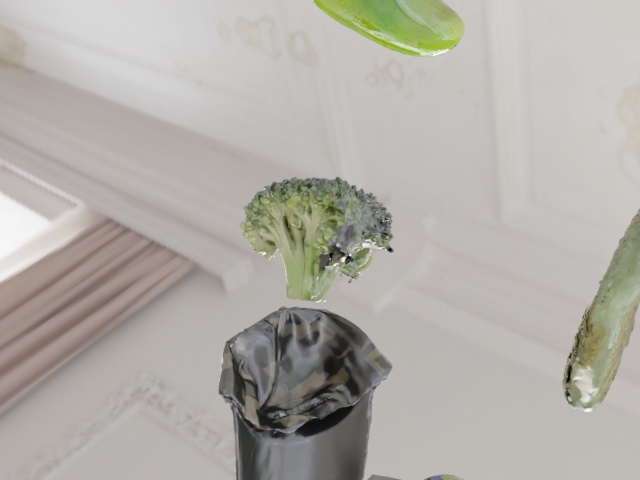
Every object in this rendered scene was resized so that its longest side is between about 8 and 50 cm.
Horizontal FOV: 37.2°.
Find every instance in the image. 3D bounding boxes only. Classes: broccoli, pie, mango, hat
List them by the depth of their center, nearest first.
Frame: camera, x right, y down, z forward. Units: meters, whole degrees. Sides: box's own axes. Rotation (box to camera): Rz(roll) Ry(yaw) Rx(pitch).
[{"bbox_3d":[0.089,-0.330,1.284,0.233,0.111,0.125,25,-58,-1],"label":"mango"},{"bbox_3d":[0.484,0.104,1.547,0.078,0.371,0.296,23,0,19],"label":"pie"},{"bbox_3d":[-0.060,0.349,1.850,0.257,0.366,0.382,-131,-131,-57],"label":"hat"},{"bbox_3d":[-0.009,-0.001,2.142,0.293,0.348,0.281,170,-74,-81],"label":"broccoli"}]

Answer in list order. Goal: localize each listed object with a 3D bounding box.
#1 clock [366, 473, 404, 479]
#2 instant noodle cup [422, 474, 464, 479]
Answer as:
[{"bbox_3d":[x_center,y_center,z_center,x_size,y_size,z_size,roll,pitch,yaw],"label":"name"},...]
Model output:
[{"bbox_3d":[0.223,0.626,2.060,0.279,0.049,0.273,47,-17,-1],"label":"clock"},{"bbox_3d":[0.328,0.760,2.456,0.214,0.296,0.296,-122,-168,-59],"label":"instant noodle cup"}]
